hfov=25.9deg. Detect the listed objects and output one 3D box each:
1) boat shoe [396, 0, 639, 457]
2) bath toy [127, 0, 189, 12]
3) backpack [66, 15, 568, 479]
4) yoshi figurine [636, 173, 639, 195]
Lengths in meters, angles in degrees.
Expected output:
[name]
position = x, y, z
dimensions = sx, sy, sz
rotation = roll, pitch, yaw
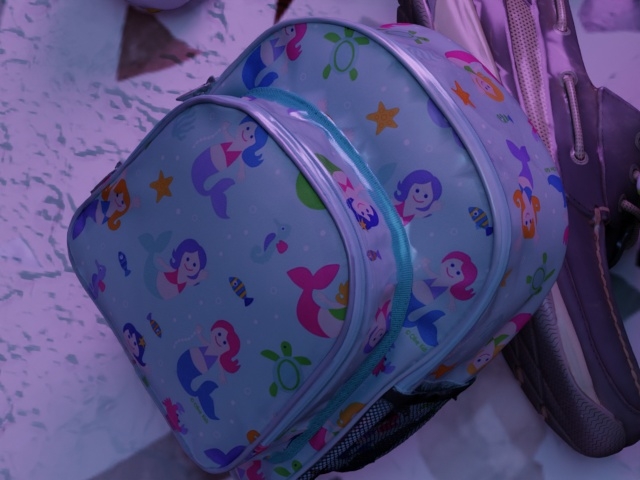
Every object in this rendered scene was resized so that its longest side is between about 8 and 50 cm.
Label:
[boat shoe]
position = 0.153, -0.044, 0.882
dimensions = 0.130, 0.132, 0.355
rotation = -15, 74, -5
[bath toy]
position = -0.191, -0.309, 0.970
dimensions = 0.151, 0.129, 0.348
rotation = -34, 76, -11
[backpack]
position = 0.000, 0.000, 0.784
dimensions = 0.253, 0.191, 0.225
rotation = -42, 71, 24
[yoshi figurine]
position = 0.313, 0.008, 0.826
dimensions = 0.203, 0.203, 0.362
rotation = 1, 102, 27
